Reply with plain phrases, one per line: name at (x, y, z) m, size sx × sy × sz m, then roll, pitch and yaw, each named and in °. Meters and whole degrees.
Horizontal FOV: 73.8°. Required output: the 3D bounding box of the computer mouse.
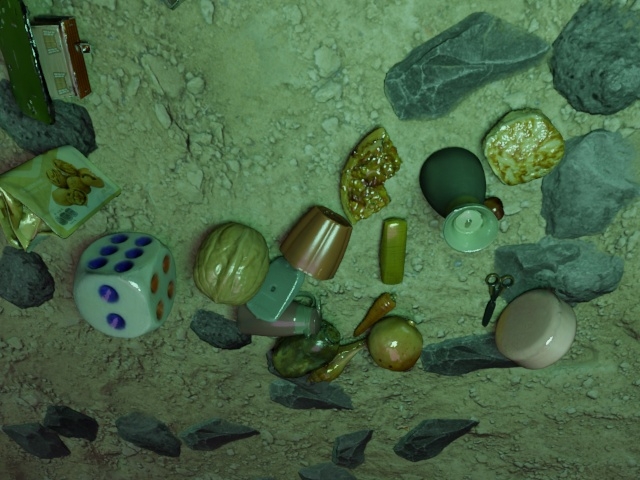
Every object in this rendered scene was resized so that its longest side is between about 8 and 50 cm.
computer mouse at (-0.137, 0.153, 1.368) m, size 0.128 × 0.079 × 0.230 m, roll 32°, pitch 79°, yaw 19°

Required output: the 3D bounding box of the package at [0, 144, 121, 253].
package at (-0.762, -0.110, 1.205) m, size 0.165 × 0.311 × 0.221 m, roll -36°, pitch 112°, yaw 22°

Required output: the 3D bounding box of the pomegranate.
pomegranate at (0.250, 0.343, 1.426) m, size 0.192 × 0.191 × 0.191 m, roll 3°, pitch 121°, yaw 5°

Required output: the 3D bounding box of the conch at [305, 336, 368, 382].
conch at (0.072, 0.422, 1.561) m, size 0.330 × 0.093 × 0.109 m, roll -42°, pitch 117°, yaw 7°

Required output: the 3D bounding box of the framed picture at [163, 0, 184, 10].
framed picture at (-0.304, -0.704, 0.961) m, size 0.290 × 0.020 × 0.211 m, roll -27°, pitch 114°, yaw 21°

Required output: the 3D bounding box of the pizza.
pizza at (0.139, -0.168, 1.190) m, size 0.162 × 0.085 × 0.305 m, roll 12°, pitch 123°, yaw -1°

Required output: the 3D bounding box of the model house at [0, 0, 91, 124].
model house at (-0.705, -0.473, 1.104) m, size 0.207 × 0.154 × 0.293 m, roll 25°, pitch 127°, yaw 31°

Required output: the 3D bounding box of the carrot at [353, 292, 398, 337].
carrot at (0.176, 0.260, 1.464) m, size 0.061 × 0.061 × 0.256 m, roll 31°, pitch 124°, yaw -12°

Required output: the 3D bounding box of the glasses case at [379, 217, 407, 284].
glasses case at (0.223, 0.037, 1.314) m, size 0.079 × 0.064 × 0.234 m, roll 1°, pitch 121°, yaw 5°

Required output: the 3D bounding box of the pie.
pie at (0.521, -0.237, 1.100) m, size 0.179 × 0.084 × 0.205 m, roll -35°, pitch 113°, yaw 25°

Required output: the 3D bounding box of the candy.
candy at (0.653, 0.262, 1.295) m, size 0.094 × 0.255 × 0.255 m, roll 33°, pitch 119°, yaw -12°

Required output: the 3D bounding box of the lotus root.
lotus root at (-0.048, 0.379, 1.501) m, size 0.275 × 0.152 × 0.160 m, roll -32°, pitch 95°, yaw 29°

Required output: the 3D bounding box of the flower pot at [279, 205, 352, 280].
flower pot at (0.000, 0.000, 1.261) m, size 0.191 × 0.190 × 0.173 m, roll 29°, pitch 108°, yaw -10°

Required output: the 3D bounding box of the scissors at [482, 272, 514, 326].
scissors at (0.565, 0.200, 1.398) m, size 0.088 × 0.017 × 0.220 m, roll 6°, pitch 122°, yaw 3°

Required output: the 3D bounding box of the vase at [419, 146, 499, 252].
vase at (0.349, -0.101, 1.065) m, size 0.174 × 0.321 × 0.173 m, roll 3°, pitch 122°, yaw 5°

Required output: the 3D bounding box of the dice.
dice at (-0.616, 0.136, 1.371) m, size 0.243 × 0.259 × 0.251 m, roll 3°, pitch 120°, yaw 3°

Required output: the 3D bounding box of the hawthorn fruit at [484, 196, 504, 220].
hawthorn fruit at (0.481, -0.087, 1.206) m, size 0.077 × 0.077 × 0.077 m, roll 3°, pitch 121°, yaw 5°

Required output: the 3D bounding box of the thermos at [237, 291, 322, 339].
thermos at (-0.124, 0.244, 1.426) m, size 0.265 × 0.176 × 0.145 m, roll 3°, pitch 139°, yaw 15°

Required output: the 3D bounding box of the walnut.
walnut at (-0.268, 0.073, 1.291) m, size 0.225 × 0.260 × 0.225 m, roll 15°, pitch 152°, yaw 8°
